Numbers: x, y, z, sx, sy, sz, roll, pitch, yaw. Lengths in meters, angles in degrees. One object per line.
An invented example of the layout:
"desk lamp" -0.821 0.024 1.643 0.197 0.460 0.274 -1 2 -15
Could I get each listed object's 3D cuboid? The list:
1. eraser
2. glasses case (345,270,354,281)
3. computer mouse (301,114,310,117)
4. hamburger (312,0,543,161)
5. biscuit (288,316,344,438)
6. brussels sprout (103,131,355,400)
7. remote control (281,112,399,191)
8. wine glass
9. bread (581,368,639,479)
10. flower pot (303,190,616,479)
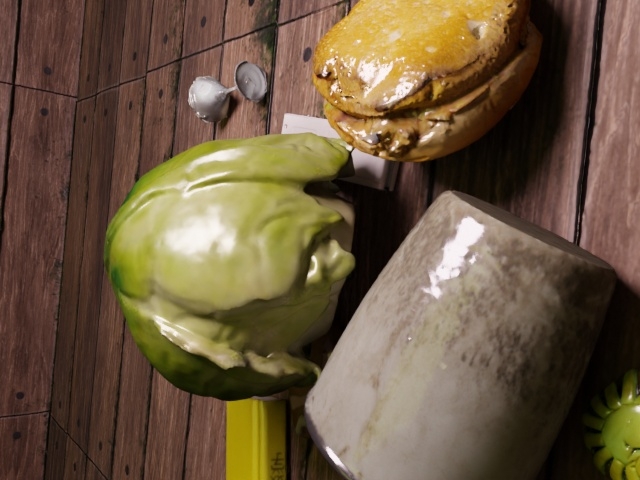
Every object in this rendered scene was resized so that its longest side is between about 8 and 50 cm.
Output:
"eraser" -0.132 0.431 1.242 0.158 0.069 0.226 -8 80 51
"glasses case" 0.000 0.000 1.113 0.077 0.039 0.184 -27 59 18
"computer mouse" -0.040 -0.205 1.218 0.056 0.032 0.110 37 111 29
"hamburger" 0.139 -0.242 0.822 0.314 0.170 0.289 -47 42 -11
"biscuit" -0.065 0.167 1.188 0.283 0.064 0.432 -57 47 31
"brussels sprout" -0.140 0.015 0.924 0.342 0.360 0.426 109 172 -61
"remote control" 0.029 -0.165 1.094 0.277 0.055 0.103 20 103 45
"wine glass" -0.210 -0.348 1.393 0.182 0.122 0.122 -5 82 45
"bread" 0.353 0.211 0.654 0.139 0.071 0.130 -60 41 28
"flower pot" 0.170 0.126 0.725 0.293 0.293 0.330 38 110 47
